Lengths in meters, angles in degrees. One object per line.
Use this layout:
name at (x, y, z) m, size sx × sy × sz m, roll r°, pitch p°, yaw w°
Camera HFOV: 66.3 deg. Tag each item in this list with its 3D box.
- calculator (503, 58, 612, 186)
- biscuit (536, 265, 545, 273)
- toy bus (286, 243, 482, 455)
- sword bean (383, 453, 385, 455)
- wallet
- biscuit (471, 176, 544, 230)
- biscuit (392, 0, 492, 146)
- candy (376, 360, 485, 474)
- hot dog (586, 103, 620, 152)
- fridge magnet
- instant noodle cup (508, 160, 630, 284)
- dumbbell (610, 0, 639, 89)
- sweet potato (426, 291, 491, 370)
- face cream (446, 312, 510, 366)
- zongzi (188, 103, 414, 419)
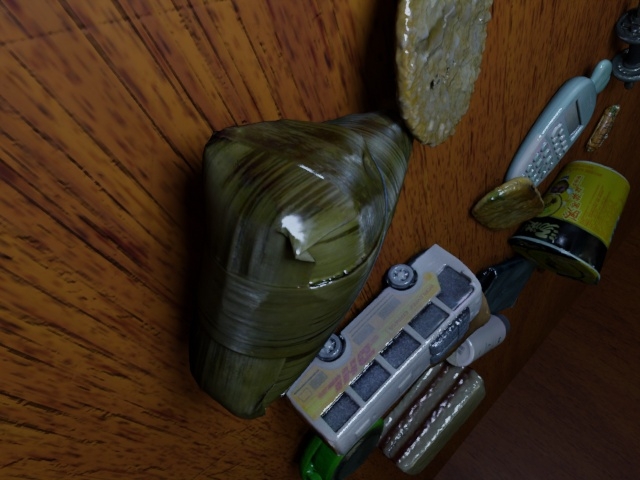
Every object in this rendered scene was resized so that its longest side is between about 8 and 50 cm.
calculator at (0.448, -0.206, 0.934) m, size 0.295 × 0.042 × 0.184 m, roll -55°, pitch 148°, yaw 9°
biscuit at (0.702, 0.029, 1.501) m, size 0.124 × 0.026 × 0.175 m, roll -33°, pitch 143°, yaw -26°
toy bus at (0.102, 0.154, 0.746) m, size 0.342 × 0.138 × 0.097 m, roll -40°, pitch 143°, yaw -17°
sword bean at (0.194, 0.598, 1.414) m, size 0.012 × 0.012 × 0.083 m, roll -22°, pitch 138°, yaw -40°
wallet at (0.457, 0.121, 1.258) m, size 0.378 × 0.046 × 0.191 m, roll -7°, pitch 127°, yaw -50°
biscuit at (0.362, -0.064, 0.939) m, size 0.118 × 0.029 × 0.247 m, roll -29°, pitch 157°, yaw 24°
biscuit at (0.123, -0.202, 0.479) m, size 0.219 × 0.033 × 0.220 m, roll -30°, pitch 128°, yaw -49°
candy at (0.289, 0.452, 1.280) m, size 0.321 × 0.135 × 0.179 m, roll -46°, pitch 146°, yaw -12°
hot dog at (0.678, -0.268, 1.174) m, size 0.049 × 0.037 × 0.122 m, roll -22°, pitch 138°, yaw -44°
fridge magnet at (0.045, 0.381, 0.936) m, size 0.208 × 0.088 × 0.208 m, roll -32°, pitch 142°, yaw -29°
instant noodle cup at (0.590, -0.047, 1.137) m, size 0.236 × 0.215 × 0.215 m, roll -59°, pitch 148°, yaw -3°
dumbbell at (0.603, -0.373, 0.935) m, size 0.082 × 0.081 × 0.254 m, roll -52°, pitch 148°, yaw -1°
sweet potato at (0.182, 0.171, 0.882) m, size 0.336 × 0.131 × 0.131 m, roll -26°, pitch 139°, yaw -38°
face cream at (0.430, 0.249, 1.305) m, size 0.311 × 0.092 × 0.092 m, roll -10°, pitch 128°, yaw -49°
zongzi at (0.000, 0.000, 0.495) m, size 0.300 × 0.138 × 0.286 m, roll -43°, pitch 158°, yaw -47°
